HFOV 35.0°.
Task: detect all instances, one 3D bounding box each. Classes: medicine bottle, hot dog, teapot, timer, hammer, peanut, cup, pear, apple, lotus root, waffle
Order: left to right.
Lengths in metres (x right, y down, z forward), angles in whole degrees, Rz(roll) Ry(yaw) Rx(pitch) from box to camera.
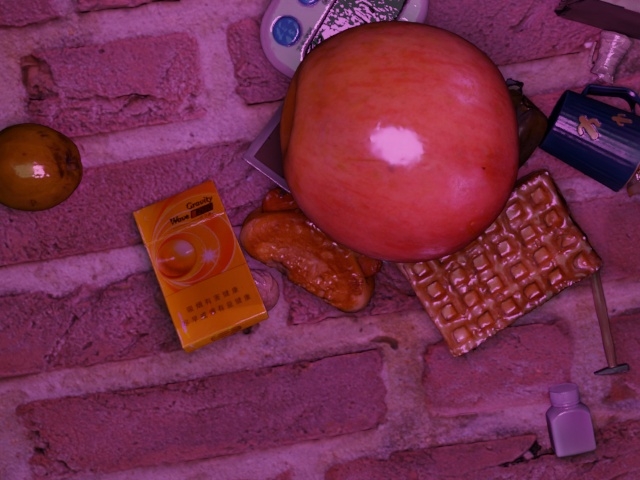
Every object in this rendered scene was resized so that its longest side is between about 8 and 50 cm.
[{"bbox_3d":[-0.484,-0.123,1.700,0.162,0.149,0.149,-2,98,5],"label":"pear"},{"bbox_3d":[-0.178,0.095,1.753,0.214,0.099,0.090,-2,123,3],"label":"peanut"},{"bbox_3d":[0.000,0.000,1.720,0.256,0.150,0.153,32,107,-4],"label":"hot dog"},{"bbox_3d":[0.038,-0.367,1.692,0.237,0.087,0.262,31,97,-3],"label":"timer"},{"bbox_3d":[0.104,-0.152,1.511,0.363,0.364,0.364,0,98,0],"label":"apple"},{"bbox_3d":[0.278,-0.151,1.705,0.241,0.123,0.124,-44,71,10],"label":"lotus root"},{"bbox_3d":[0.308,0.035,1.746,0.308,0.091,0.213,-32,97,6],"label":"waffle"},{"bbox_3d":[0.440,0.317,1.800,0.074,0.055,0.118,-12,99,3],"label":"medicine bottle"},{"bbox_3d":[0.466,-0.190,1.706,0.155,0.131,0.177,24,68,1],"label":"cup"},{"bbox_3d":[0.498,0.143,1.797,0.062,0.013,0.199,-13,97,2],"label":"hammer"},{"bbox_3d":[0.485,-0.309,1.716,0.067,0.057,0.083,26,100,41],"label":"teapot"}]

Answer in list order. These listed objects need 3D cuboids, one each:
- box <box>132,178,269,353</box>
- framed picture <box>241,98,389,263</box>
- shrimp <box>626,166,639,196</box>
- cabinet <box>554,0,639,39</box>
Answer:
[{"bbox_3d":[-0.203,0.040,1.703,0.152,0.043,0.269,-22,65,-4],"label":"box"},{"bbox_3d":[0.037,-0.120,1.693,0.296,0.019,0.232,37,53,-4],"label":"framed picture"},{"bbox_3d":[0.614,-0.124,1.749,0.166,0.049,0.161,26,96,-11],"label":"shrimp"},{"bbox_3d":[0.570,-0.486,1.607,0.289,0.227,0.318,15,95,-1],"label":"cabinet"}]
